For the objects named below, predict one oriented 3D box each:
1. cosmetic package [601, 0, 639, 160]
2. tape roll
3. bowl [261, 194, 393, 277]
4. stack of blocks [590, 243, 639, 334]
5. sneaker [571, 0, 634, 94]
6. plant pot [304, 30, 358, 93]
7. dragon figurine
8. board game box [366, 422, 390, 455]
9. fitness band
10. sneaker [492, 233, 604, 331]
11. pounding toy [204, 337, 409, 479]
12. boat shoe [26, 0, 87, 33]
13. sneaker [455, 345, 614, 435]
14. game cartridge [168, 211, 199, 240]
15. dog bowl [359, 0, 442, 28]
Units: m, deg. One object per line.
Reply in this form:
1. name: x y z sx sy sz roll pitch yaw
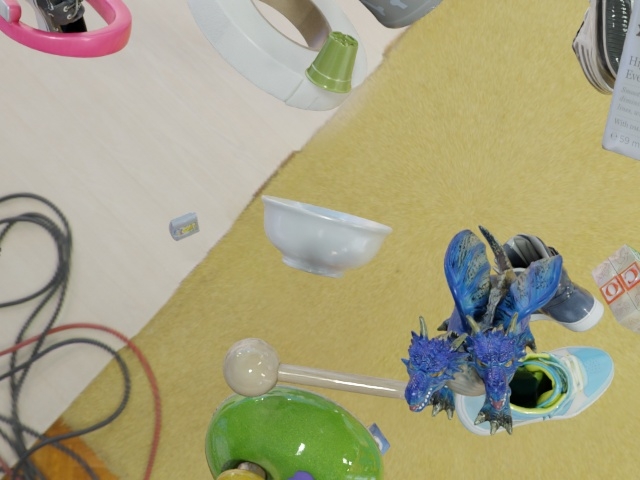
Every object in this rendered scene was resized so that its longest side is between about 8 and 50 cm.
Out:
1. cosmetic package: 0.313 -0.171 0.627 0.117 0.085 0.231 30 125 45
2. tape roll: -0.077 -0.418 1.546 0.392 0.392 0.072 51 125 5
3. bowl: 0.000 0.000 1.753 0.298 0.298 0.134 15 96 10
4. stack of blocks: 0.647 0.114 1.517 0.297 0.171 0.087 25 123 -31
5. sneaker: 0.513 -0.474 1.419 0.169 0.257 0.447 1 90 -3
6. plant pot: 0.026 -0.298 1.319 0.083 0.083 0.079 29 123 8
7. dragon figurine: 0.134 0.047 0.618 0.085 0.289 0.144 17 133 16
8. board game box: -0.023 0.332 1.030 0.165 0.243 0.042 -37 84 28
9. fitness band: -0.425 -0.378 1.287 0.291 0.209 0.054 49 132 36
10. sneaker: 0.317 0.057 1.255 0.163 0.226 0.086 40 78 -17
11. pounding toy: -0.033 0.219 0.742 0.183 0.110 0.237 17 125 5
12. boat shoe: -0.392 -0.356 1.212 0.076 0.228 0.080 23 69 -3
13. sneaker: 0.407 0.242 1.366 0.319 0.208 0.127 -17 73 -19
14. game cartridge: -0.255 -0.024 1.493 0.056 0.083 0.017 -20 72 -11
15. dog bowl: 0.158 -0.525 1.305 0.102 0.349 0.349 25 97 -27
